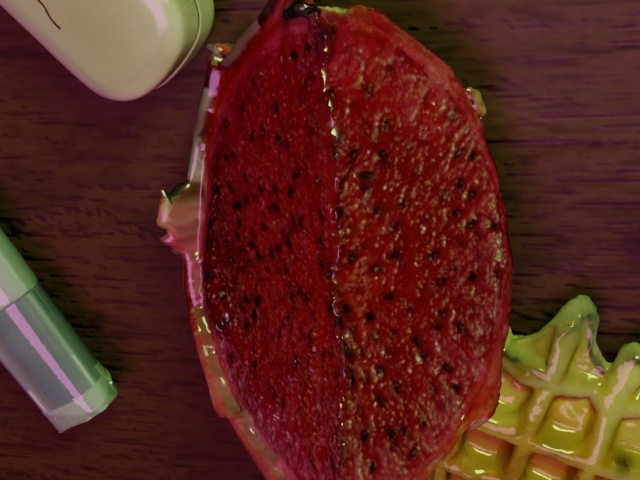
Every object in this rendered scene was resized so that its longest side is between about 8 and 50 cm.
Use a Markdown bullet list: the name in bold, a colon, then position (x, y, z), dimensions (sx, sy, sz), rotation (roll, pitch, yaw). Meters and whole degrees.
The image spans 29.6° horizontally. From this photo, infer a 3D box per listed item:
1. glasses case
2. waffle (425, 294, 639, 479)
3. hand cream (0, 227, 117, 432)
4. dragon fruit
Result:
- **glasses case**: position (-0.143, -0.158, 0.623), dimensions (0.196, 0.050, 0.083), rotation (43, 128, -2)
- **waffle**: position (0.121, 0.155, 0.722), dimensions (0.250, 0.056, 0.261), rotation (-24, 107, 30)
- **hand cream**: position (-0.220, 0.010, 0.759), dimensions (0.079, 0.048, 0.255), rotation (-27, 107, 32)
- **dragon fruit**: position (0.005, -0.001, 0.639), dimensions (0.161, 0.126, 0.274), rotation (3, 98, 51)
